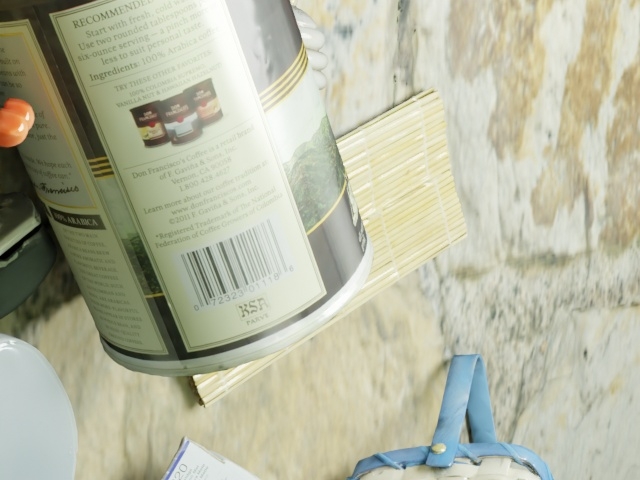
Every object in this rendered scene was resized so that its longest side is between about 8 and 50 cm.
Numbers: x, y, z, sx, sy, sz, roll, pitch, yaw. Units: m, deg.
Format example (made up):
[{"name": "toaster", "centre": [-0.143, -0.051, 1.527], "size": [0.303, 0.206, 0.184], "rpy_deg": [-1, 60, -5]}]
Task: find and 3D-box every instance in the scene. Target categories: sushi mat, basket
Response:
[{"name": "sushi mat", "centre": [0.000, 0.000, 1.200], "size": [0.316, 0.019, 0.151], "rpy_deg": [-31, 124, -32]}, {"name": "basket", "centre": [0.132, 0.278, 1.300], "size": [0.289, 0.201, 0.255], "rpy_deg": [-72, 151, -57]}]

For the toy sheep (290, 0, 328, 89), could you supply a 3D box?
[{"name": "toy sheep", "centre": [-0.036, -0.129, 1.078], "size": [0.091, 0.091, 0.132], "rpy_deg": [0, 103, -43]}]

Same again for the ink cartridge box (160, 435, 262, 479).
[{"name": "ink cartridge box", "centre": [-0.108, 0.288, 1.172], "size": [0.224, 0.045, 0.223], "rpy_deg": [43, 74, -43]}]

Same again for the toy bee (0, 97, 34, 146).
[{"name": "toy bee", "centre": [-0.252, -0.056, 0.810], "size": [0.162, 0.195, 0.298], "rpy_deg": [22, 127, -9]}]

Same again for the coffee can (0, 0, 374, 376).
[{"name": "coffee can", "centre": [-0.098, -0.080, 0.945], "size": [0.201, 0.201, 0.275], "rpy_deg": [-36, 122, -30]}]

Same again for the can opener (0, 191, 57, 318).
[{"name": "can opener", "centre": [-0.282, 0.071, 0.922], "size": [0.283, 0.076, 0.095], "rpy_deg": [-43, 128, -23]}]

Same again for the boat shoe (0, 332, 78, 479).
[{"name": "boat shoe", "centre": [-0.228, 0.191, 0.992], "size": [0.113, 0.105, 0.306], "rpy_deg": [-31, 129, -37]}]
